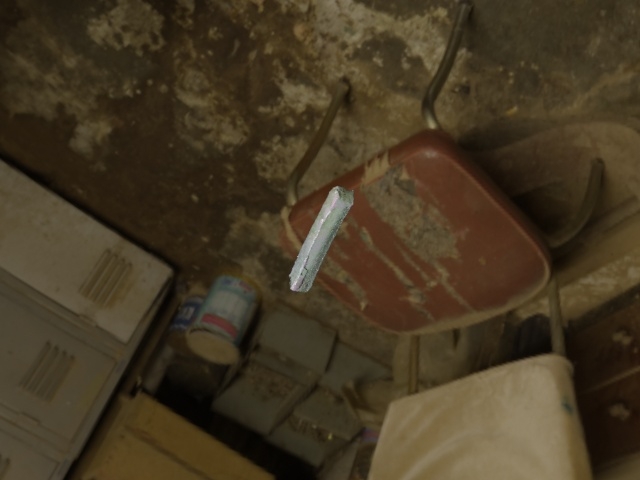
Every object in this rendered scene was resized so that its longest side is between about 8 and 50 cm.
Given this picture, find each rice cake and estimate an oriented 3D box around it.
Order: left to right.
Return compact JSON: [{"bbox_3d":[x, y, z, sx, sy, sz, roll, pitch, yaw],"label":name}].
[{"bbox_3d":[0.000,0.000,1.328,0.043,0.034,0.211,7,122,-33],"label":"rice cake"}]
